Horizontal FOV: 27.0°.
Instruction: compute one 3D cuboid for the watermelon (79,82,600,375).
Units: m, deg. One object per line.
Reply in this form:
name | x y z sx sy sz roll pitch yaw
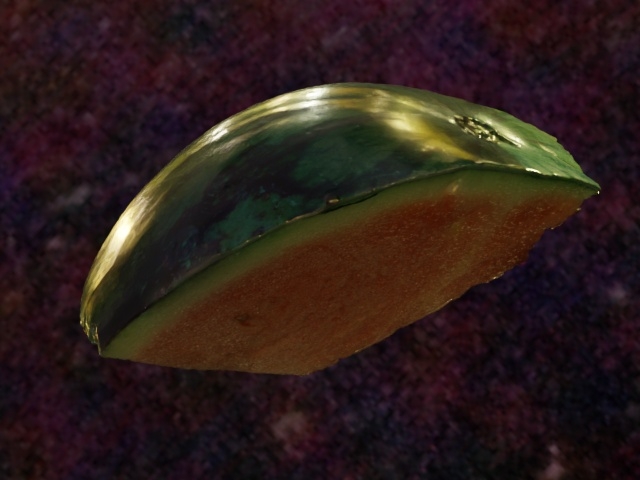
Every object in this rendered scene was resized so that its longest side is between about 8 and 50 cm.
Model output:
watermelon | -0.013 -0.015 0.582 0.231 0.128 0.146 -30 -11 16
